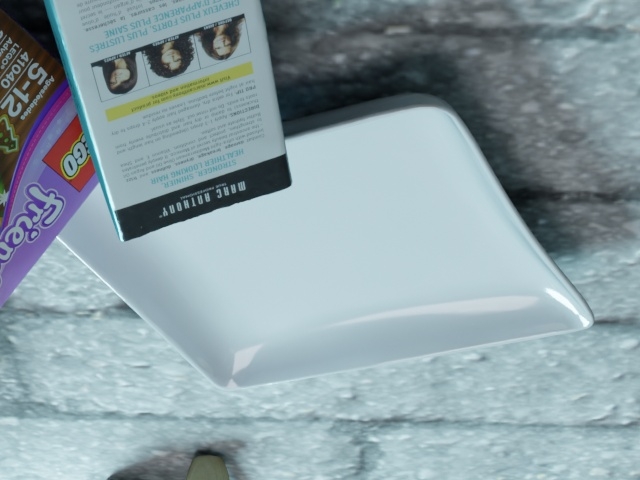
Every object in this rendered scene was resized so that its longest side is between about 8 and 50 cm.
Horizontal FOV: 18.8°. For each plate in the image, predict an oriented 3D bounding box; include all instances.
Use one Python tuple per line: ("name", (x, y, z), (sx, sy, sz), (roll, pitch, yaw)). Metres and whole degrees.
("plate", (0.000, 0.000, 1.204), (0.277, 0.045, 0.278), (-11, 147, 22))

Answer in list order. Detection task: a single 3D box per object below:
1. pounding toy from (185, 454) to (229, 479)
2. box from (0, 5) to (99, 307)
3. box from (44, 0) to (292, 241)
("pounding toy", (-0.127, 0.296, 1.603), (0.154, 0.154, 0.269), (13, 148, -17))
("box", (-0.252, -0.002, 1.013), (0.057, 0.293, 0.201), (33, 173, 40))
("box", (-0.081, -0.106, 0.965), (0.100, 0.060, 0.244), (-18, 144, -8))
